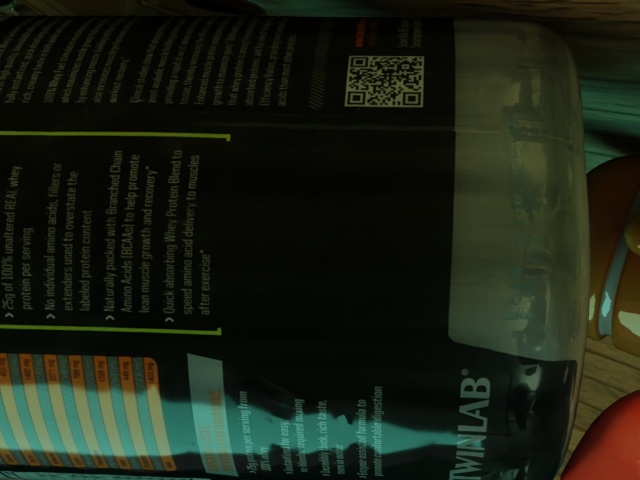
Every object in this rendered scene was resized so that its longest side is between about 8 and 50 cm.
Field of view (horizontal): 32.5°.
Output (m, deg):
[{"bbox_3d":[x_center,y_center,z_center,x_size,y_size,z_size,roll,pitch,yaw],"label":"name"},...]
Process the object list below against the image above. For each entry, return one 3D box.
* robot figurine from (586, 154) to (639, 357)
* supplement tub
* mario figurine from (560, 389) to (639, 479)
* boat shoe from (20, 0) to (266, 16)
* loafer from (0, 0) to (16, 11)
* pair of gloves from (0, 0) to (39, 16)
[{"bbox_3d":[0.237,0.021,0.682,0.219,0.128,0.158,19,-147,24],"label":"robot figurine"},{"bbox_3d":[-0.063,0.005,0.489,0.338,0.207,0.207,2,179,5],"label":"supplement tub"},{"bbox_3d":[0.217,0.113,0.460,0.320,0.198,0.170,-27,-120,-36],"label":"mario figurine"},{"bbox_3d":[-0.094,-0.127,0.564,0.063,0.059,0.170,42,-164,36],"label":"boat shoe"},{"bbox_3d":[-0.200,-0.153,0.525,0.087,0.094,0.251,13,-170,-2],"label":"loafer"},{"bbox_3d":[-0.168,-0.167,1.000,0.240,0.042,0.204,14,175,4],"label":"pair of gloves"}]
